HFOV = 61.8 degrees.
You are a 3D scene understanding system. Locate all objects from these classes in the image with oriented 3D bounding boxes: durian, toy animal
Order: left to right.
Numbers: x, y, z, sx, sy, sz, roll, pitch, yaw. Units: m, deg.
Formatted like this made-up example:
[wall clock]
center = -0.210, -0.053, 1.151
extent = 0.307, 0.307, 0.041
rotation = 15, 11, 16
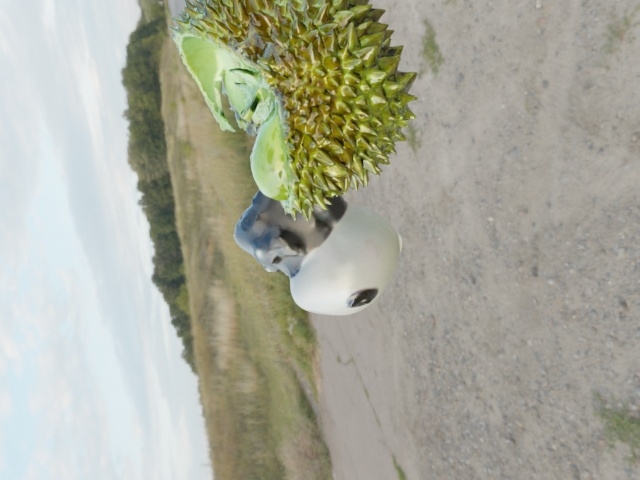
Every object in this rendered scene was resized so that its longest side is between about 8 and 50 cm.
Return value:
[durian]
center = -0.019, -0.137, 0.482
extent = 0.237, 0.177, 0.200
rotation = 41, 144, 43
[toy animal]
center = -0.003, 0.005, 0.909
extent = 0.267, 0.212, 0.212
rotation = 41, 164, -3
